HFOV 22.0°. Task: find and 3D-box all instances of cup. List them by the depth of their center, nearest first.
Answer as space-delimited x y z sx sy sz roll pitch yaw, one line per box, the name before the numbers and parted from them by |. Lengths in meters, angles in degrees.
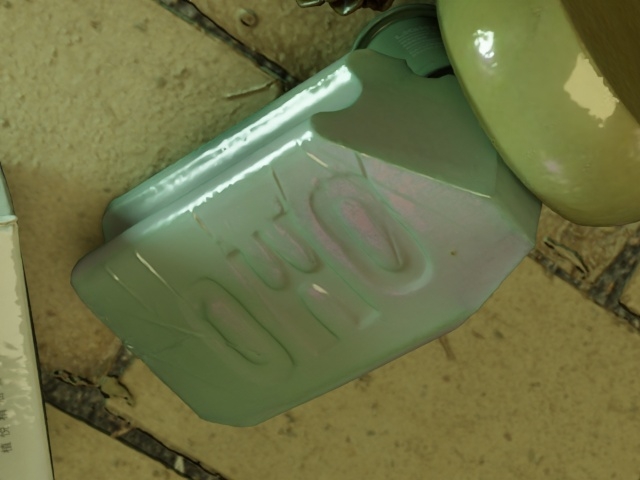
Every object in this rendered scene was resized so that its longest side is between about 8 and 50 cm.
cup | 0.090 -0.124 1.327 0.120 0.141 0.120 -4 108 -13

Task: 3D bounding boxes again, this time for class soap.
soap | 0.000 0.000 1.273 0.347 0.115 0.208 -29 115 33

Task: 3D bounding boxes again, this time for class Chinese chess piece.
Chinese chess piece | 0.189 -0.129 1.220 0.097 0.251 0.251 -30 113 27

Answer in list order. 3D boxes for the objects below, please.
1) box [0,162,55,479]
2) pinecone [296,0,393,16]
box | -0.278 0.094 1.277 0.116 0.203 0.274 -8 107 -11
pinecone | 0.010 -0.260 1.255 0.212 0.168 0.185 -21 96 -19
